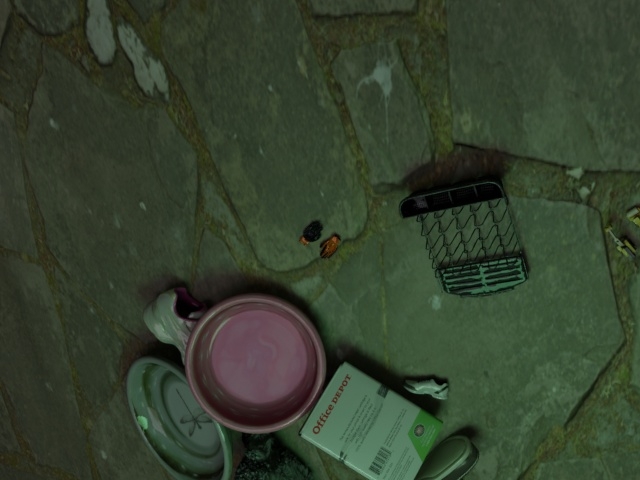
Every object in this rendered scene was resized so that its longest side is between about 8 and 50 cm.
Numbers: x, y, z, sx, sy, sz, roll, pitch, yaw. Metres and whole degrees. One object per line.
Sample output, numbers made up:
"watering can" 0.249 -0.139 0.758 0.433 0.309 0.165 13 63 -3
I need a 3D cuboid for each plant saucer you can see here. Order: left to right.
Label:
"plant saucer" -0.348 0.463 1.944 0.400 0.100 0.400 20 124 34
"plant saucer" -0.149 0.284 1.751 0.332 0.084 0.332 0 94 5

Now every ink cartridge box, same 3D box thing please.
"ink cartridge box" 0.112 0.436 1.722 0.273 0.198 0.115 32 166 2

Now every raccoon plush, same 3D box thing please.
"raccoon plush" -0.194 0.627 2.020 0.299 0.216 0.446 -14 82 43

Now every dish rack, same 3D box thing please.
"dish rack" 0.296 0.004 1.488 0.208 0.074 0.271 -11 114 27

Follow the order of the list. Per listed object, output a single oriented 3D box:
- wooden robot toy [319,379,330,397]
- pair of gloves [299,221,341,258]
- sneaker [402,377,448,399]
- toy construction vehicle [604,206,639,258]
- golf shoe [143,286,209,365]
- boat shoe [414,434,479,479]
"wooden robot toy" -0.018 0.364 1.836 0.173 0.076 0.079 24 159 7
"pair of gloves" 0.000 0.000 1.637 0.083 0.010 0.074 38 126 0
"sneaker" 0.246 0.335 1.725 0.109 0.040 0.043 9 105 12
"toy construction vehicle" 0.594 -0.008 1.389 0.086 0.035 0.098 -35 102 33
"golf shoe" -0.294 0.240 1.830 0.306 0.115 0.140 43 121 -7
"boat shoe" 0.289 0.580 1.799 0.097 0.116 0.324 35 129 -3
